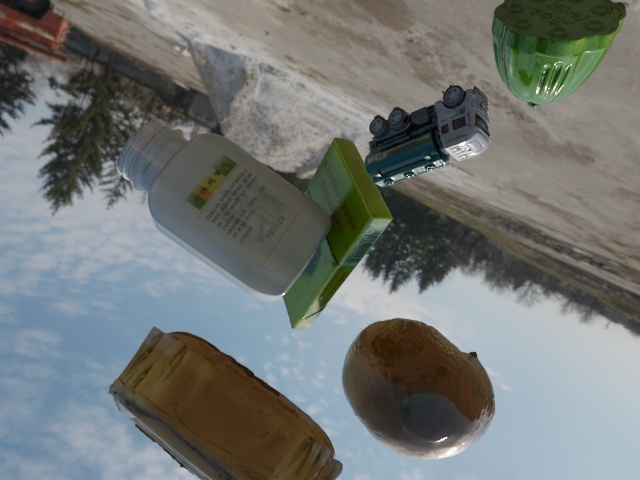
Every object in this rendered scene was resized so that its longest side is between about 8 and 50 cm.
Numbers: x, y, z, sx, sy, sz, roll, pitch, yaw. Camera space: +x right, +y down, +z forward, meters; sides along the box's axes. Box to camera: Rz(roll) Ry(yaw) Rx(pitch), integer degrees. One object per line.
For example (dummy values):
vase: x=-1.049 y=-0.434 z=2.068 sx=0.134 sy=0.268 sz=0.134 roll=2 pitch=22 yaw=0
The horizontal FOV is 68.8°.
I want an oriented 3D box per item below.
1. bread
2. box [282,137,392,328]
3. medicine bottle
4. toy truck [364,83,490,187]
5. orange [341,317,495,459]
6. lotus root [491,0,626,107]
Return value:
bread: x=-0.100 y=0.200 z=0.496 sx=0.241 sy=0.136 sz=0.107 roll=35 pitch=-127 yaw=9
box: x=0.000 y=0.000 z=0.862 sx=0.047 sy=0.335 sz=0.187 roll=1 pitch=-129 yaw=-31
medicine bottle: x=-0.156 y=-0.056 z=0.747 sx=0.324 sy=0.179 sz=0.124 roll=36 pitch=162 yaw=-5
toy truck: x=0.070 y=-0.066 z=0.310 sx=0.083 sy=0.044 sz=0.039 roll=-16 pitch=160 yaw=35
orange: x=0.203 y=0.330 z=0.985 sx=0.334 sy=0.262 sz=0.196 roll=43 pitch=-156 yaw=-11
lotus root: x=0.358 y=-0.284 z=0.743 sx=0.186 sy=0.186 sz=0.186 roll=25 pitch=-171 yaw=-4
